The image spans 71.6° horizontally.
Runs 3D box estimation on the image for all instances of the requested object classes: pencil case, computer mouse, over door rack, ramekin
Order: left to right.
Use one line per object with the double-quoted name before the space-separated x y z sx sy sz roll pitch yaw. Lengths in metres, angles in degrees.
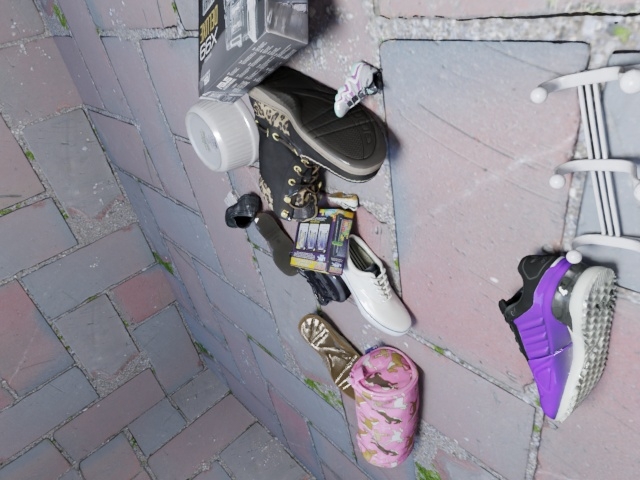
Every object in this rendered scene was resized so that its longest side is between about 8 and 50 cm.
"ramekin" -0.261 -0.277 1.158 0.207 0.109 0.207 36 144 32
"computer mouse" 0.018 0.088 1.155 0.189 0.072 0.272 58 163 -8
"pencil case" 0.172 0.457 1.190 0.167 0.160 0.386 29 141 38
"over door rack" 0.380 -0.067 0.424 0.324 0.108 0.240 6 125 53

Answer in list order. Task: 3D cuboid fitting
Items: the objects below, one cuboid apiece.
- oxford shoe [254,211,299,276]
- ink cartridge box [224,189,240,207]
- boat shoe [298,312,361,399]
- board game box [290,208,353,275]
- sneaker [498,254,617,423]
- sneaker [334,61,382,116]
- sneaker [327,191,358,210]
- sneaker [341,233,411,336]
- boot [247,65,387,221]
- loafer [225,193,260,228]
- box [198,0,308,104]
"oxford shoe" -0.120 0.006 1.288 0.212 0.076 0.076 63 180 -16
"ink cartridge box" -0.272 -0.127 1.400 0.048 0.028 0.083 56 151 0
"boat shoe" 0.053 0.340 1.326 0.302 0.109 0.098 48 -174 7
"board game box" 0.000 0.000 1.020 0.170 0.048 0.141 7 87 59
"sneaker" 0.352 0.143 0.690 0.146 0.102 0.293 26 134 48
"sneaker" 0.068 -0.245 0.734 0.069 0.038 0.098 28 96 30
"sneaker" 0.048 -0.082 0.970 0.083 0.032 0.037 17 132 49
"sneaker" 0.115 0.099 0.988 0.258 0.094 0.091 50 151 9
"boot" -0.025 -0.156 0.898 0.377 0.138 0.284 41 146 32
"loafer" -0.244 -0.072 1.349 0.223 0.076 0.078 -29 54 58
"box" -0.130 -0.403 0.770 0.307 0.076 0.243 -3 86 57
